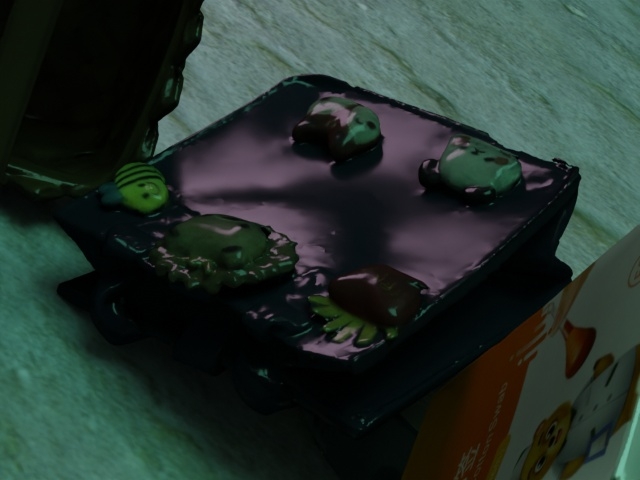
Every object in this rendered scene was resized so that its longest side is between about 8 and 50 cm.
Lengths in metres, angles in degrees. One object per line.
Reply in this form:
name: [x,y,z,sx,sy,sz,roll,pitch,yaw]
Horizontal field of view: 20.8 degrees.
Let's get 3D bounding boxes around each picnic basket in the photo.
picnic basket: [-0.244,-0.164,1.340,0.291,0.254,0.321,19,12,-17]

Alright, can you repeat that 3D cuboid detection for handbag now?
handbag: [0.000,0.000,1.318,0.303,0.122,0.329,23,36,34]

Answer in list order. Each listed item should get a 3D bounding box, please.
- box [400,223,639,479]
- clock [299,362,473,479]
box: [0.165,0.150,1.054,0.143,0.341,0.225,32,53,-10]
clock: [0.163,0.141,1.408,0.386,0.076,0.386,22,28,-12]
